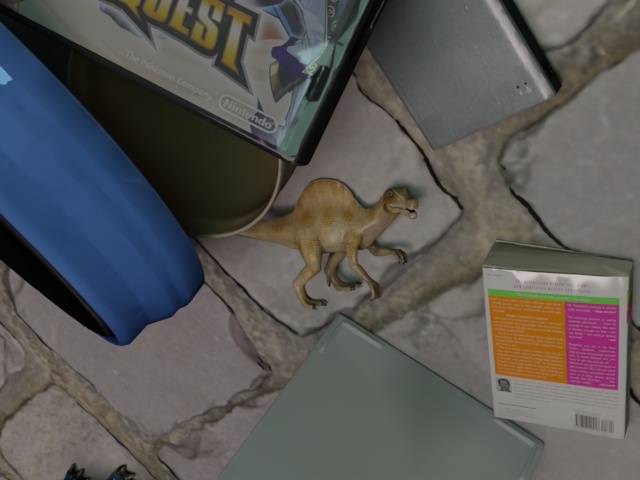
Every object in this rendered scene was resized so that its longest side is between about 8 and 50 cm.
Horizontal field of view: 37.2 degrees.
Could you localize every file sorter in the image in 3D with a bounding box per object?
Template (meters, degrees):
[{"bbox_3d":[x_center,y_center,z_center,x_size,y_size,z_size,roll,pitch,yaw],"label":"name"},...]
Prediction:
[{"bbox_3d":[0.009,0.240,0.721,0.192,0.278,0.173,32,135,9],"label":"file sorter"}]

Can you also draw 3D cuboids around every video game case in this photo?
[{"bbox_3d":[-0.075,-0.212,0.519,0.274,0.035,0.248,28,100,12],"label":"video game case"}]

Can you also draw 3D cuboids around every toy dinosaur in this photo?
[{"bbox_3d":[0.000,0.000,0.717,0.183,0.053,0.093,-7,103,27],"label":"toy dinosaur"}]

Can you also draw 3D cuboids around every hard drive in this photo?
[{"bbox_3d":[0.073,-0.130,0.582,0.094,0.022,0.135,-23,108,41],"label":"hard drive"}]

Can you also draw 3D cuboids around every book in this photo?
[{"bbox_3d":[0.167,0.074,0.667,0.096,0.035,0.144,7,126,24],"label":"book"}]

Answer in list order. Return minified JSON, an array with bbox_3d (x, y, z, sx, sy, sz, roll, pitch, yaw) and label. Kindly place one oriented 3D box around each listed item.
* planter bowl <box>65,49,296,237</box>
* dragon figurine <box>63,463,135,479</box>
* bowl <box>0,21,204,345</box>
[{"bbox_3d":[-0.071,-0.098,0.637,0.162,0.109,0.162,17,129,22],"label":"planter bowl"},{"bbox_3d":[-0.282,0.330,1.062,0.289,0.144,0.085,-10,116,37],"label":"dragon figurine"},{"bbox_3d":[-0.252,-0.071,0.670,0.391,0.077,0.391,38,163,14],"label":"bowl"}]
